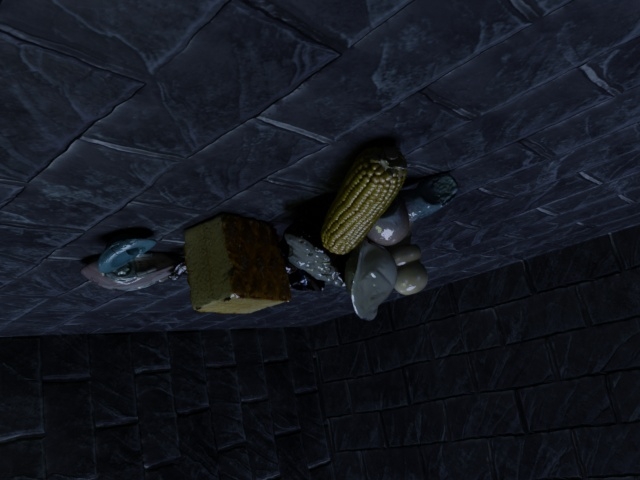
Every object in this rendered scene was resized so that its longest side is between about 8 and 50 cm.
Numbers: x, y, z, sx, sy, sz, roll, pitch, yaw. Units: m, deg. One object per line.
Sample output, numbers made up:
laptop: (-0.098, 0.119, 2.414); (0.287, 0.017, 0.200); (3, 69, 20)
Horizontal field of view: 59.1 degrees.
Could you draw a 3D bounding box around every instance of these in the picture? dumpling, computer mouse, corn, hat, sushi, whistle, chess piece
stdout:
dumpling: (0.132, 0.123, 1.702); (0.243, 0.226, 0.175); (33, 151, -32)
computer mouse: (-0.618, 0.114, 1.942); (0.389, 0.114, 0.199); (0, 164, -30)
corn: (0.106, -0.105, 1.502); (0.144, 0.143, 0.387); (-2, 149, -27)
hat: (-0.594, 0.020, 1.704); (0.191, 0.077, 0.138); (-31, 170, 4)
sushi: (0.000, 0.000, 1.804); (0.234, 0.207, 0.348); (21, 162, 21)
whistle: (0.248, -0.093, 1.693); (0.348, 0.189, 0.189); (-23, 164, -1)
chess piece: (0.258, 0.031, 1.846); (0.167, 0.299, 0.167); (-17, 171, -3)

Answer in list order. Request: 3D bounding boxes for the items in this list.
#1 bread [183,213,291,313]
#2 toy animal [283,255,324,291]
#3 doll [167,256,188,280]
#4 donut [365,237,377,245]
bread: (-0.262, 0.082, 1.776); (0.207, 0.279, 0.279); (-23, 163, 30)
toy animal: (-0.091, 0.115, 2.139); (0.344, 0.194, 0.303); (-7, 170, -32)
doll: (-0.448, 0.088, 1.955); (0.165, 0.057, 0.139); (-37, 163, -2)
donut: (0.106, 0.018, 2.121); (0.199, 0.085, 0.233); (-17, 163, 24)
